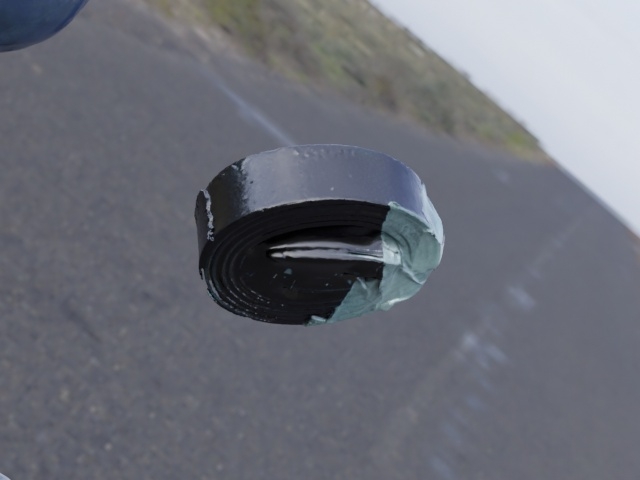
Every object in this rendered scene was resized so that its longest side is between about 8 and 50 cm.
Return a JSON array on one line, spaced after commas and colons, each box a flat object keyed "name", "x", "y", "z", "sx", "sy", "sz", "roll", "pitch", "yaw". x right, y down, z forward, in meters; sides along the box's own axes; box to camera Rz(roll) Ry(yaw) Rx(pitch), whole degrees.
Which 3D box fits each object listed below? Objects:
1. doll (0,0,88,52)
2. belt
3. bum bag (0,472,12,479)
[{"name": "doll", "x": -0.158, "y": -0.219, "z": 0.861, "sx": 0.228, "sy": 0.258, "sz": 0.154, "roll": 42, "pitch": 1, "yaw": 30}, {"name": "belt", "x": 0.000, "y": 0.000, "z": 1.206, "sx": 0.151, "sy": 0.198, "sz": 0.078, "roll": 89, "pitch": -6, "yaw": -45}, {"name": "bum bag", "x": -0.310, "y": 0.243, "z": 1.382, "sx": 0.310, "sy": 0.074, "sz": 0.137, "roll": 30, "pitch": -11, "yaw": 24}]
